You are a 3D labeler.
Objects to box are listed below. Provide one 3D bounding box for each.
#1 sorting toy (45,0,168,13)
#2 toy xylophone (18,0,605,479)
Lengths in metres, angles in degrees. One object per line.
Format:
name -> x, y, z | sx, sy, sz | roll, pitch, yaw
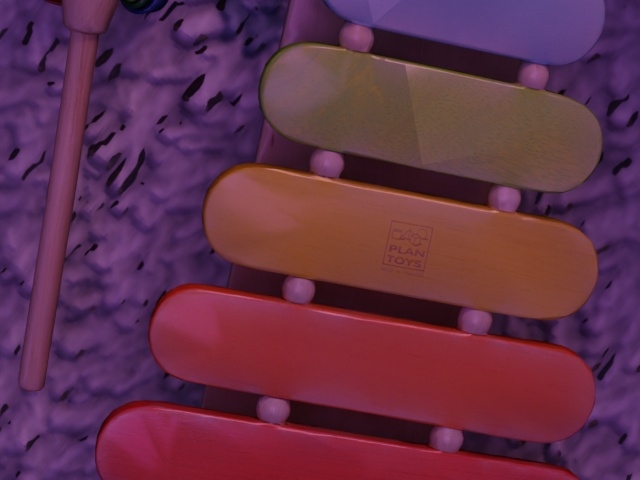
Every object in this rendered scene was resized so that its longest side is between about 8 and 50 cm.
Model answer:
sorting toy -> -0.081, -0.124, 0.779 | 0.102, 0.042, 0.061 | -17, 97, 8
toy xylophone -> 0.000, 0.000, 0.752 | 0.236, 0.081, 0.323 | 3, 102, -9
